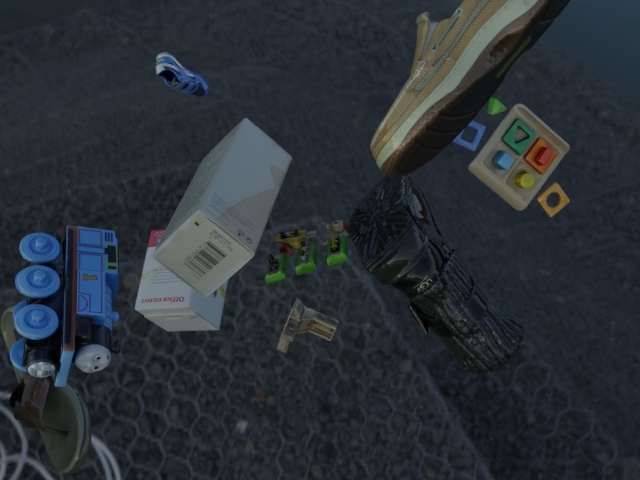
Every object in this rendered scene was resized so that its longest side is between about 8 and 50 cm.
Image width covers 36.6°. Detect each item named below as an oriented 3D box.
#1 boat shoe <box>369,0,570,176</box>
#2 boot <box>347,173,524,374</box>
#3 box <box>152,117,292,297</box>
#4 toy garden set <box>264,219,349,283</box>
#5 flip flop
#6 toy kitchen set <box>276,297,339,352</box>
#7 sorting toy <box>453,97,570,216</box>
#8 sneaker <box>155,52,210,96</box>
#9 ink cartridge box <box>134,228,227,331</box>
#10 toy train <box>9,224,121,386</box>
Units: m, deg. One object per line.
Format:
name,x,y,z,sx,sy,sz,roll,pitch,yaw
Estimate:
boat shoe,0.094,-0.132,0.682,0.072,0.068,0.190,44,95,17
boot,0.176,0.045,1.518,0.260,0.131,0.348,41,20,-19
box,-0.164,-0.064,1.682,0.121,0.148,0.311,39,35,-16
toy garden set,0.000,0.000,2.052,0.244,0.049,0.204,-17,19,8
flip flop,-0.413,0.215,1.394,0.080,0.112,0.277,-3,57,-49
toy kitchen set,-0.015,0.133,1.490,0.075,0.068,0.083,24,36,3
sorting toy,0.469,-0.190,2.249,0.347,0.196,0.047,37,3,-19
sneaker,-0.315,-0.361,2.182,0.144,0.053,0.059,31,41,-27
ink cartridge box,-0.268,0.079,1.912,0.128,0.127,0.176,-4,62,24
toy train,-0.258,0.063,0.989,0.105,0.080,0.184,5,44,-19
